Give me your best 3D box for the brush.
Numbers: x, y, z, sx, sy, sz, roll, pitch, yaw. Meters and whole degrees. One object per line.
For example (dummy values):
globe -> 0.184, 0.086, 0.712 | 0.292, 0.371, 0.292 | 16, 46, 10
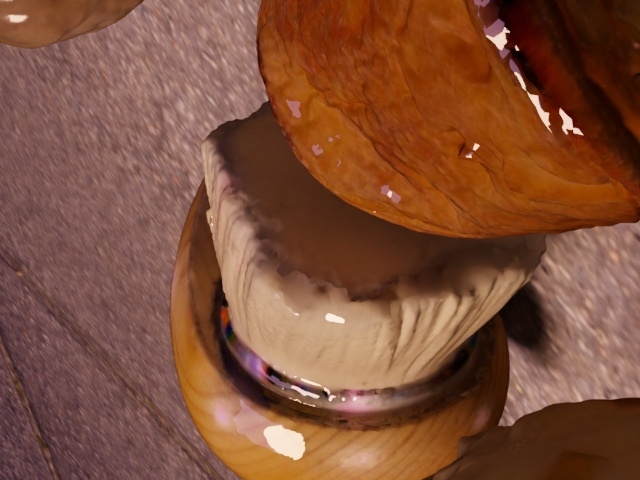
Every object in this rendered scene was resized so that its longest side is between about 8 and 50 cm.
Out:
brush -> 0.000, 0.000, 0.978 | 0.266, 0.174, 0.166 | -120, 25, -45

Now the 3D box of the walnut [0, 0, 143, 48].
walnut -> -0.149, -0.206, 0.942 | 0.224, 0.224, 0.224 | 47, 158, 25

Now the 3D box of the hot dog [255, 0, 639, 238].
hot dog -> 0.065, -0.082, 0.736 | 0.196, 0.122, 0.272 | 60, 164, -4

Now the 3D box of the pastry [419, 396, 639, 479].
pastry -> 0.168, 0.228, 0.691 | 0.388, 0.313, 0.388 | 58, 162, 31
